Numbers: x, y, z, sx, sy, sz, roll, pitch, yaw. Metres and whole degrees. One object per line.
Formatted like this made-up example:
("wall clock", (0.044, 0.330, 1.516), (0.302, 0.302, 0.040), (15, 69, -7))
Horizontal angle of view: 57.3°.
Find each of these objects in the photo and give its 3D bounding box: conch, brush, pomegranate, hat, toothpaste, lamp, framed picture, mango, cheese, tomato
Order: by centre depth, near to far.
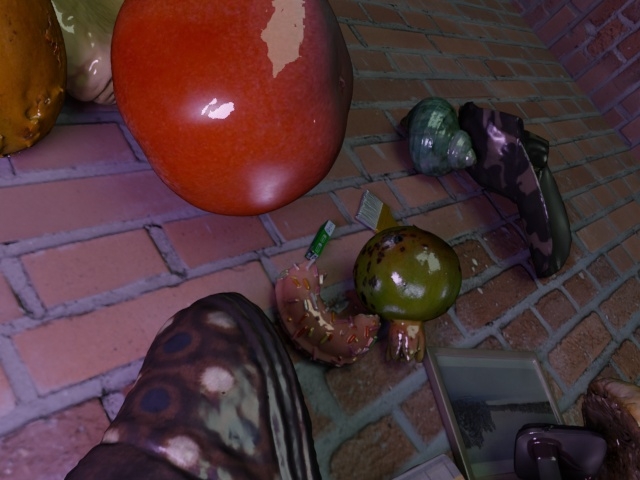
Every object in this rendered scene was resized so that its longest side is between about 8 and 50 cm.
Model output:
("mango", (-0.356, -0.207, 0.606), (0.156, 0.248, 0.151), (-8, 29, -7))
("lamp", (0.357, 0.381, 0.730), (0.203, 0.124, 0.283), (-1, 50, 9))
("tomato", (-0.088, -0.201, 0.755), (0.341, 0.273, 0.341), (-9, 90, -66))
("cheese", (-0.320, -0.289, 0.781), (0.214, 0.117, 0.225), (36, 36, -22))
("pomegranate", (0.125, 0.075, 0.856), (0.159, 0.159, 0.204), (11, 76, -36))
("toothpaste", (0.000, 0.000, 0.892), (0.017, 0.020, 0.083), (41, 40, -10))
("framed picture", (0.293, 0.271, 0.927), (0.289, 0.016, 0.213), (11, 51, -36))
("brush", (0.149, -0.006, 1.039), (0.205, 0.011, 0.083), (37, 39, -13))
("conch", (0.240, -0.213, 1.210), (0.176, 0.122, 0.188), (26, 42, -57))
("hat", (0.410, -0.114, 1.287), (0.366, 0.258, 0.381), (8, 87, -57))

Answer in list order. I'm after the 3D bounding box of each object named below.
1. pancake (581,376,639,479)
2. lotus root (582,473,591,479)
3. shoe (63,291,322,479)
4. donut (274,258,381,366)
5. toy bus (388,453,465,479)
("pancake", (0.459, 0.364, 0.787), (0.387, 0.082, 0.386), (-16, 90, -87))
("lotus root", (0.216, 0.377, 0.628), (0.154, 0.154, 0.277), (22, 77, -27))
("shoe", (-0.123, 0.221, 0.483), (0.237, 0.171, 0.383), (5, 55, -35))
("donut", (0.007, 0.107, 0.775), (0.166, 0.065, 0.117), (33, 40, -13))
("toy bus", (0.067, 0.320, 0.633), (0.268, 0.092, 0.106), (-4, 52, -43))
